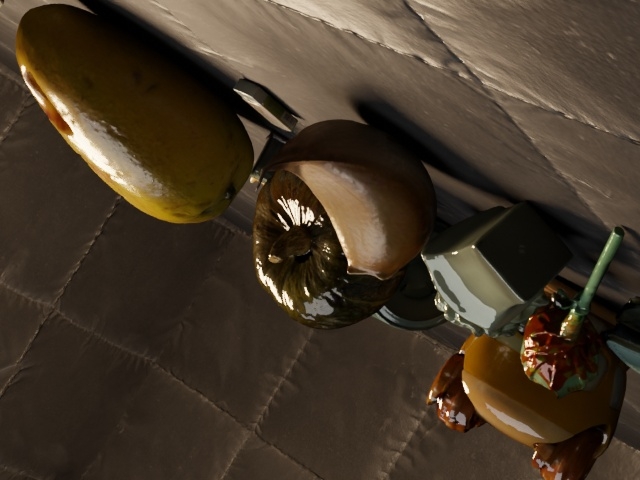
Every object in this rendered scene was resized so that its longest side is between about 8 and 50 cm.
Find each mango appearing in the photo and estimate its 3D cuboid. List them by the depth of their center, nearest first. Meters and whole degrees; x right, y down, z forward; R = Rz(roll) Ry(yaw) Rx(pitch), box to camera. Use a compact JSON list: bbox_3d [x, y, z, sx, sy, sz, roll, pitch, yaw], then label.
[{"bbox_3d":[-0.237,-0.167,1.735,0.365,0.182,0.253,47,172,-28],"label":"mango"}]

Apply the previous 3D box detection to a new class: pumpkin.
[{"bbox_3d":[0.000,0.000,1.598,0.162,0.219,0.219,-7,-156,-41],"label":"pumpkin"}]

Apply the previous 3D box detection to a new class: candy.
[{"bbox_3d":[0.241,0.063,1.249,0.288,0.078,0.084,96,160,-63],"label":"candy"}]

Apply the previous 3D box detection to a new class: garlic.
[{"bbox_3d":[0.039,-0.063,1.341,0.206,0.128,0.115,44,-148,-40],"label":"garlic"}]

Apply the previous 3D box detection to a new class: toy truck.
[{"bbox_3d":[0.270,0.165,1.623,0.204,0.212,0.288,30,179,18],"label":"toy truck"}]

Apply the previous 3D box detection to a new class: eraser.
[{"bbox_3d":[-0.062,-0.155,1.554,0.038,0.019,0.083,30,176,40],"label":"eraser"}]

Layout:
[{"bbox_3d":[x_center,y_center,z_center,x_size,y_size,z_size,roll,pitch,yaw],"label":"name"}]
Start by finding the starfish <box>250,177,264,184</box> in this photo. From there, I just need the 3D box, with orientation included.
[{"bbox_3d":[-0.008,-0.041,2.343,0.247,0.050,0.138,38,177,6],"label":"starfish"}]

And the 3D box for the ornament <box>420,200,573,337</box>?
[{"bbox_3d":[0.169,0.029,1.375,0.130,0.120,0.285,50,178,13],"label":"ornament"}]

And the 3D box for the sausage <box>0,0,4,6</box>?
[{"bbox_3d":[-0.501,-0.381,1.969,0.032,0.033,0.269,31,176,4],"label":"sausage"}]

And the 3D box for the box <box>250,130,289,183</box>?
[{"bbox_3d":[-0.059,-0.104,1.826,0.060,0.063,0.084,32,174,-6],"label":"box"}]

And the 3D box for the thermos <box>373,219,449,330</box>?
[{"bbox_3d":[0.111,0.034,1.809,0.182,0.145,0.286,-2,-177,-9],"label":"thermos"}]

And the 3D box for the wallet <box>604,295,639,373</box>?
[{"bbox_3d":[0.407,0.146,1.327,0.250,0.075,0.176,36,171,-36],"label":"wallet"}]
